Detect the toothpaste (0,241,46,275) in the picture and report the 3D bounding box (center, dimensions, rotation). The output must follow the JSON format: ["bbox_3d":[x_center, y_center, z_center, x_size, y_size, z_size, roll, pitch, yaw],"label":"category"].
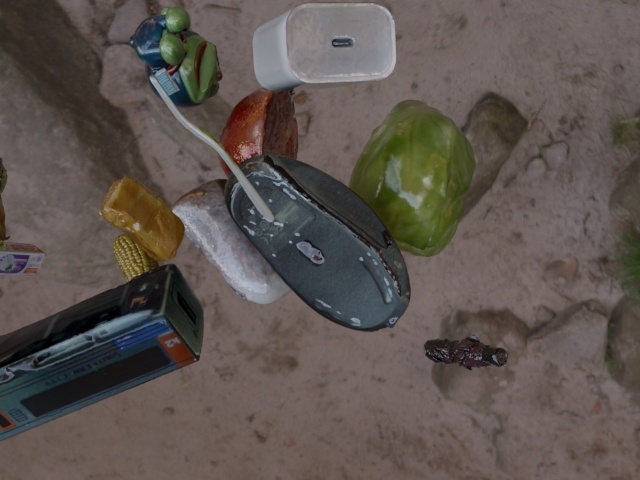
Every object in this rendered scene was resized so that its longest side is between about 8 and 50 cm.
[{"bbox_3d":[-0.543,0.029,1.098,0.040,0.196,0.047,29,97,19],"label":"toothpaste"}]

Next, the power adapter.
[{"bbox_3d":[-0.010,-0.324,1.139,0.187,0.255,0.124,-6,101,-20],"label":"power adapter"}]

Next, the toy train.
[{"bbox_3d":[-0.309,0.146,0.659,0.409,0.086,0.089,-24,123,9],"label":"toy train"}]

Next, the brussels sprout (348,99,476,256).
[{"bbox_3d":[0.180,-0.112,1.320,0.247,0.328,0.328,29,116,4],"label":"brussels sprout"}]

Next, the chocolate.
[{"bbox_3d":[-0.156,-0.013,1.386,0.303,0.185,0.100,48,130,8],"label":"chocolate"}]

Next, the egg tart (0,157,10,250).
[{"bbox_3d":[-0.348,0.012,0.573,0.212,0.212,0.090,-38,98,25],"label":"egg tart"}]

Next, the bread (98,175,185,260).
[{"bbox_3d":[-0.250,-0.030,0.946,0.053,0.074,0.132,-6,139,39],"label":"bread"}]

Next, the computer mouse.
[{"bbox_3d":[0.002,-0.002,1.135,0.374,0.114,0.203,46,119,-7],"label":"computer mouse"}]

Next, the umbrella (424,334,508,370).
[{"bbox_3d":[0.421,0.334,1.962,0.326,0.094,0.090,-8,104,63],"label":"umbrella"}]

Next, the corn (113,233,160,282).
[{"bbox_3d":[-0.357,0.082,1.374,0.080,0.080,0.231,-39,69,25],"label":"corn"}]

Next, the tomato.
[{"bbox_3d":[-0.159,-0.222,1.572,0.170,0.309,0.309,6,113,15],"label":"tomato"}]

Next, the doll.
[{"bbox_3d":[-0.365,-0.458,1.693,0.186,0.322,0.199,4,70,15],"label":"doll"}]

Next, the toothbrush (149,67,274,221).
[{"bbox_3d":[-0.133,-0.111,0.858,0.026,0.022,0.263,-35,127,0],"label":"toothbrush"}]
